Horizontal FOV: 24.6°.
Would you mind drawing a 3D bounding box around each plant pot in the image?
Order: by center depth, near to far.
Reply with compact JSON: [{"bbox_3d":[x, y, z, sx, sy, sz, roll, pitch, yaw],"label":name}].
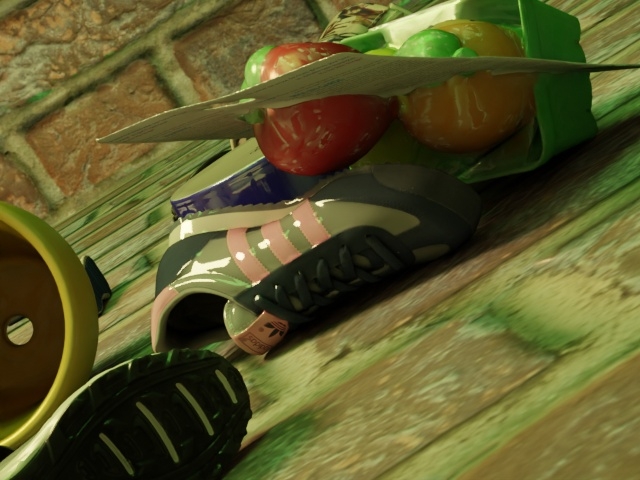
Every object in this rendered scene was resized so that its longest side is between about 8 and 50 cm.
[{"bbox_3d":[-0.327,0.087,1.441,0.254,0.254,0.239,-30,-6,5],"label":"plant pot"}]

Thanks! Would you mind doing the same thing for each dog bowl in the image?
[{"bbox_3d":[-0.034,-0.069,1.655,0.265,0.104,0.265,-31,10,6],"label":"dog bowl"}]

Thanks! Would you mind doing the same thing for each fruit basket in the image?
[{"bbox_3d":[0.045,-0.127,1.211,0.353,0.165,0.327,2,-9,-39],"label":"fruit basket"}]

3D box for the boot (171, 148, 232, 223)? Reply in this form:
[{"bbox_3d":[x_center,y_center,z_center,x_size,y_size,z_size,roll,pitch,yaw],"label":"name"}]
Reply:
[{"bbox_3d":[-0.144,-0.067,2.083,0.263,0.091,0.229,-35,4,-42],"label":"boot"}]

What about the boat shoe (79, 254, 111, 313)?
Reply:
[{"bbox_3d":[-0.326,0.070,1.954,0.066,0.066,0.183,-32,10,5],"label":"boat shoe"}]

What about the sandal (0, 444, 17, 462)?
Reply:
[{"bbox_3d":[-0.289,0.199,1.229,0.219,0.060,0.090,-26,11,26],"label":"sandal"}]

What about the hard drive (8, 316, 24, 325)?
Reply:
[{"bbox_3d":[-0.437,0.085,2.331,0.135,0.022,0.094,-29,10,12],"label":"hard drive"}]

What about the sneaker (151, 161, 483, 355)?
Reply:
[{"bbox_3d":[-0.010,0.032,1.190,0.319,0.112,0.131,-16,46,39],"label":"sneaker"}]

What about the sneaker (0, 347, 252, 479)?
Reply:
[{"bbox_3d":[-0.167,0.160,0.962,0.271,0.100,0.108,-35,5,-17],"label":"sneaker"}]

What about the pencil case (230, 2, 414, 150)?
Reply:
[{"bbox_3d":[0.026,-0.204,1.961,0.183,0.160,0.410,-49,0,28],"label":"pencil case"}]
